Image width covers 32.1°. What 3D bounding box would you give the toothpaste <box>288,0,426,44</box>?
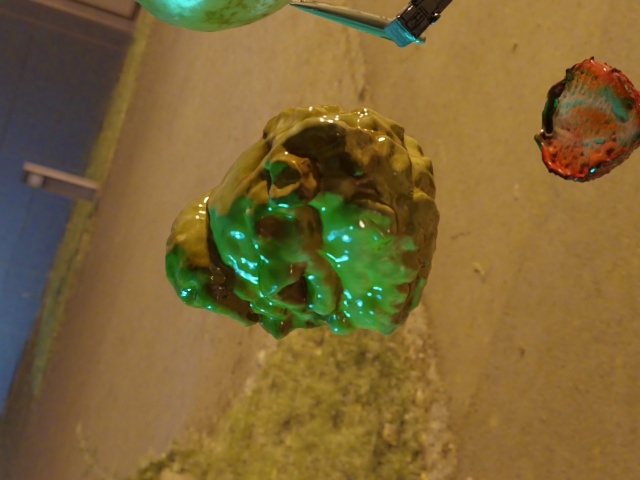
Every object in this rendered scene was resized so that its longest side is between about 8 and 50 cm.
[{"bbox_3d":[0.061,-0.385,1.936,0.067,0.255,0.037,-78,4,-68],"label":"toothpaste"}]

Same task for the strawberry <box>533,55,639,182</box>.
[{"bbox_3d":[0.326,-0.136,1.278,0.187,0.082,0.146,-153,71,-65],"label":"strawberry"}]

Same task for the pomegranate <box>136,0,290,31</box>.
[{"bbox_3d":[-0.129,-0.439,1.393,0.342,0.342,0.342,-164,90,-72],"label":"pomegranate"}]

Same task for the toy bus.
[{"bbox_3d":[0.158,-0.341,1.560,0.166,0.047,0.065,-48,11,-22],"label":"toy bus"}]

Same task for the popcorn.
[{"bbox_3d":[0.000,0.000,1.073,0.286,0.225,0.174,-39,21,37],"label":"popcorn"}]
